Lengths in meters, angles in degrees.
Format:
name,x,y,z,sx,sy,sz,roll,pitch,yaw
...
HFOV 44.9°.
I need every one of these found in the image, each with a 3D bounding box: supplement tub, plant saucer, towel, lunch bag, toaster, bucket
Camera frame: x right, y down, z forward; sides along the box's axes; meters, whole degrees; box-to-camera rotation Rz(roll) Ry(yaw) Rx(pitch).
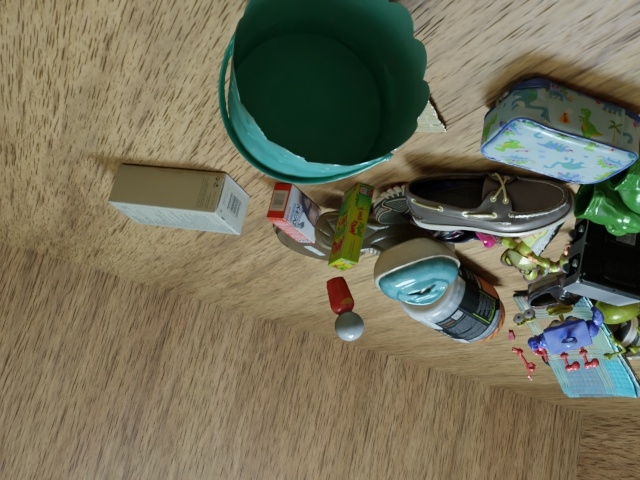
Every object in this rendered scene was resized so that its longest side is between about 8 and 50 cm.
name,x,y,z,sx,sy,sz,roll,pitch,yaw
supplement tub,0.375,0.170,2.161,0.193,0.193,0.316,-2,157,42
plant saucer,0.000,0.000,2.140,0.278,0.041,0.278,12,162,4
towel,0.729,0.298,2.211,0.271,0.040,0.370,-15,111,55
lunch bag,0.373,-0.166,1.226,0.219,0.090,0.176,15,163,-7
toaster,0.601,0.036,1.593,0.186,0.168,0.110,15,166,-3
bucket,-0.004,-0.211,1.074,0.281,0.281,0.183,16,168,-9

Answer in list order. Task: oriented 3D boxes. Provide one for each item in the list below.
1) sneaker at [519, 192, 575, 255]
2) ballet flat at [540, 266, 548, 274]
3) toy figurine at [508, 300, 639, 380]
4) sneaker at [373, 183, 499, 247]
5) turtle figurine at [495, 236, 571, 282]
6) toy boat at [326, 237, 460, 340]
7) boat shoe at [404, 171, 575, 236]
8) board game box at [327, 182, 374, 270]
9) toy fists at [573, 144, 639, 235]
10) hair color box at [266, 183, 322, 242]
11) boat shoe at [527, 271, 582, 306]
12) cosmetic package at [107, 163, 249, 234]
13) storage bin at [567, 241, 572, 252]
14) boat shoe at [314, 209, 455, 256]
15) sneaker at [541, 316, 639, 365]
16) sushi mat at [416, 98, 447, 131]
name,x,y,z,sx,sy,sz,roll,pitch,yaw
sneaker,0.450,-0.046,1.595,0.094,0.081,0.208,39,154,15
ballet flat,0.552,0.079,1.982,0.041,0.041,0.114,13,165,2
toy figurine,0.662,0.253,1.970,0.362,0.191,0.217,-17,179,16
sneaker,0.246,-0.053,1.666,0.299,0.112,0.121,3,161,33
turtle figurine,0.480,0.042,1.776,0.269,0.087,0.217,23,170,16
toy boat,0.166,0.112,1.748,0.318,0.148,0.267,-23,162,18
boat shoe,0.323,-0.081,1.511,0.324,0.116,0.097,2,151,26
board game box,0.069,-0.030,1.750,0.043,0.181,0.092,18,163,-15
toy fists,0.561,-0.078,1.367,0.142,0.096,0.279,12,162,0
hair color box,-0.061,-0.065,1.895,0.053,0.093,0.167,5,162,27
boat shoe,0.630,0.122,1.977,0.103,0.092,0.285,18,164,-22
cosmetic package,-0.356,-0.103,1.962,0.309,0.113,0.160,8,163,20
storage bin,0.627,0.053,1.772,0.135,0.098,0.091,22,172,-27
boat shoe,0.158,-0.018,1.886,0.341,0.121,0.110,13,-161,0
sneaker,0.880,0.331,2.346,0.257,0.169,0.447,19,160,-13
sushi mat,0.058,-0.231,1.383,0.316,0.019,0.151,4,162,27
